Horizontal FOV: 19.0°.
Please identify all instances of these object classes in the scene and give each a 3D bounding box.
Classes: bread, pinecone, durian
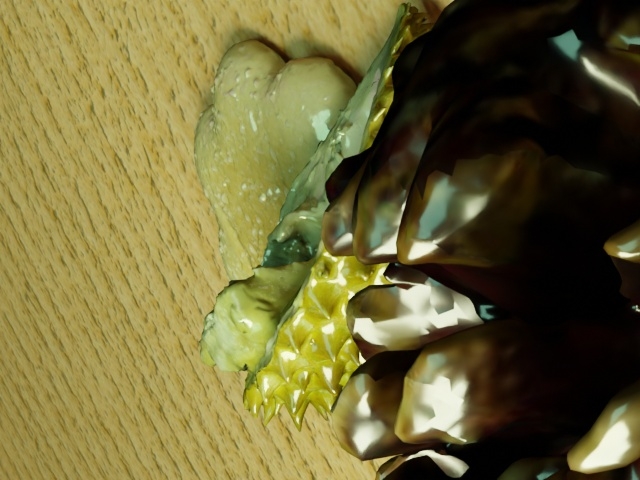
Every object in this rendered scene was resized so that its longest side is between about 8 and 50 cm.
[{"bbox_3d":[0.000,0.000,1.395,0.316,0.054,0.316,41,148,34],"label":"bread"},{"bbox_3d":[0.186,0.029,0.796,0.398,0.397,0.398,39,145,35],"label":"pinecone"},{"bbox_3d":[0.014,0.015,1.208,0.166,0.172,0.306,48,133,27],"label":"durian"}]
